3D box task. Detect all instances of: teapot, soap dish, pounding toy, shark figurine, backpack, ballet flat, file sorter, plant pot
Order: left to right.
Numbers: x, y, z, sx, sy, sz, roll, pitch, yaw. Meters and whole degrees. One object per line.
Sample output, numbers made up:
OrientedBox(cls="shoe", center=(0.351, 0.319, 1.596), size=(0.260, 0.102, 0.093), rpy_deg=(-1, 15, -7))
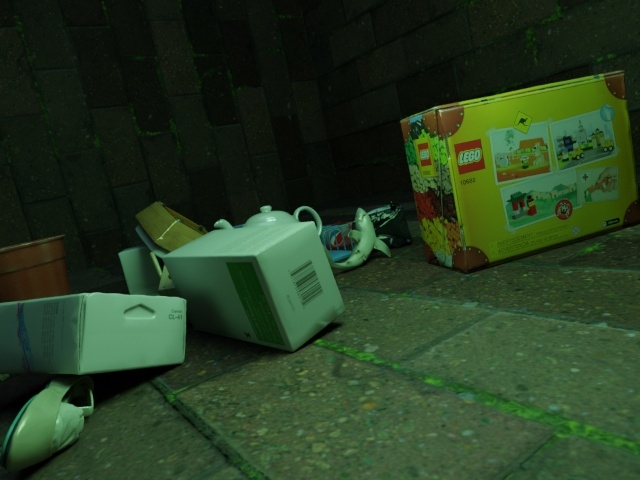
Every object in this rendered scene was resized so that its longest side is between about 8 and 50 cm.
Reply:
OrientedBox(cls="plant pot", center=(-0.873, 0.142, 1.447), size=(0.272, 0.265, 0.272), rpy_deg=(-13, 8, 2))
OrientedBox(cls="ballet flat", center=(-0.372, 0.248, 0.692), size=(0.086, 0.086, 0.248), rpy_deg=(-15, 8, -15))
OrientedBox(cls="pounding toy", center=(-0.353, 0.111, 1.173), size=(0.100, 0.141, 0.130), rpy_deg=(-9, 31, -5))
OrientedBox(cls="soap dish", center=(-0.409, -0.002, 1.434), size=(0.229, 0.118, 0.291), rpy_deg=(35, -2, -35))
OrientedBox(cls="teapot", center=(-0.137, -0.009, 1.408), size=(0.253, 0.187, 0.256), rpy_deg=(-10, -1, 12))
OrientedBox(cls="file sorter", center=(0.011, 0.011, 1.586), size=(0.118, 0.104, 0.170), rpy_deg=(-19, 11, -35))
OrientedBox(cls="shark figurine", center=(0.086, 0.044, 1.400), size=(0.278, 0.166, 0.116), rpy_deg=(-44, 2, -41))
OrientedBox(cls="backpack", center=(0.190, -0.034, 1.568), size=(0.182, 0.152, 0.115), rpy_deg=(-16, -7, 6))

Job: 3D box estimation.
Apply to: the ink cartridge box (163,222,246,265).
OrientedBox(cls="ink cartridge box", center=(-0.377, 0.038, 1.751), size=(0.395, 0.151, 0.270), rpy_deg=(-14, 4, 27))

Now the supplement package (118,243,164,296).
OrientedBox(cls="supplement package", center=(-0.536, 0.105, 1.489), size=(0.105, 0.179, 0.105), rpy_deg=(-13, 9, -9))

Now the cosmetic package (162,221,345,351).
OrientedBox(cls="cosmetic package", center=(-0.147, 0.084, 0.983), size=(0.365, 0.197, 0.155), rpy_deg=(-5, 21, 48))

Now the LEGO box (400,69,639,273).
OrientedBox(cls="LEGO box", center=(0.489, -0.170, 1.183), size=(0.500, 0.372, 0.193), rpy_deg=(-14, 8, -13))

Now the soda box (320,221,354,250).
OrientedBox(cls="soda box", center=(0.000, 0.000, 1.741), size=(0.263, 0.083, 0.092), rpy_deg=(-16, 10, -30))

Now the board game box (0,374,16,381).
OrientedBox(cls="board game box", center=(-0.654, 0.263, 1.141), size=(0.260, 0.030, 0.136), rpy_deg=(-20, 9, -43))

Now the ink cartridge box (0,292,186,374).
OrientedBox(cls="ink cartridge box", center=(-0.436, 0.171, 0.886), size=(0.306, 0.131, 0.226), rpy_deg=(-7, -11, 29))
